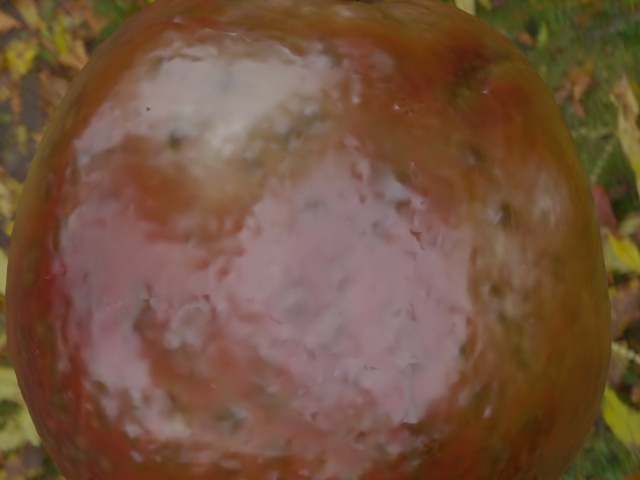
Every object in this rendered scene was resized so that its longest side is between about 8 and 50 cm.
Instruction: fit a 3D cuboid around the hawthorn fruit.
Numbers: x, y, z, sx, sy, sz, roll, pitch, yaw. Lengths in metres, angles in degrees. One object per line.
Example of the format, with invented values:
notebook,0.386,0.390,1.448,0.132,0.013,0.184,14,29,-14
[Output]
hawthorn fruit,0.000,0.000,1.214,0.403,0.403,0.402,-5,70,13
